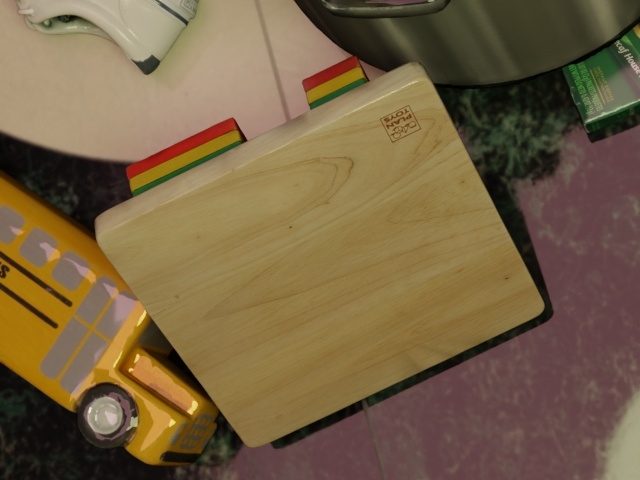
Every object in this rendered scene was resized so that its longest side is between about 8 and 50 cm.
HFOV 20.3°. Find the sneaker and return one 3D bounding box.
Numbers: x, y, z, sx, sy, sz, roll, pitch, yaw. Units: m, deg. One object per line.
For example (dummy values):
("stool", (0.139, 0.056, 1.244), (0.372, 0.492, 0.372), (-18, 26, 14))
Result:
("sneaker", (-0.228, -0.222, 1.475), (0.258, 0.094, 0.091), (28, 85, 14))

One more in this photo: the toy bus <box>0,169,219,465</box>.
("toy bus", (-0.220, 0.048, 1.433), (0.332, 0.108, 0.130), (33, 89, 16))

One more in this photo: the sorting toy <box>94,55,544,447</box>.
("sorting toy", (0.000, 0.000, 1.332), (0.257, 0.255, 0.089), (-26, 40, 7))

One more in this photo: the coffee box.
("coffee box", (0.270, -0.170, 1.378), (0.184, 0.040, 0.113), (-22, 78, 10))

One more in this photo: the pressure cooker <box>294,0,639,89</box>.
("pressure cooker", (0.077, -0.326, 1.230), (0.375, 0.420, 0.370), (-41, 65, 2))
